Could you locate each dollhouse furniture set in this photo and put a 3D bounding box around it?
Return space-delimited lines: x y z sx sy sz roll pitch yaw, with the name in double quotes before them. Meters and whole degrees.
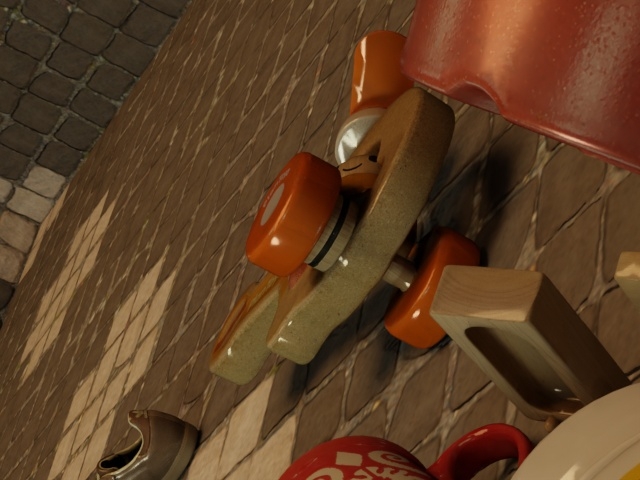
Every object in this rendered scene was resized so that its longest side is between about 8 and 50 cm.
"dollhouse furniture set" 0.117 0.089 0.716 0.151 0.144 0.123 4 63 34

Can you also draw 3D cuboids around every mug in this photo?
"mug" 0.051 0.158 0.890 0.150 0.113 0.169 -66 18 -2

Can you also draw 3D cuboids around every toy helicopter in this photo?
"toy helicopter" 0.000 0.000 1.278 0.355 0.140 0.235 -47 20 53

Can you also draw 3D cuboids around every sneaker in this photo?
"sneaker" -0.188 0.237 1.619 0.188 0.071 0.066 -59 16 15

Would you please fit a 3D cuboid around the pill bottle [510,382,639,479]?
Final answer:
"pill bottle" 0.152 0.143 0.422 0.188 0.188 0.334 -62 15 4

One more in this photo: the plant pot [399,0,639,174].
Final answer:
"plant pot" 0.174 -0.163 0.775 0.272 0.272 0.265 -132 61 -74
